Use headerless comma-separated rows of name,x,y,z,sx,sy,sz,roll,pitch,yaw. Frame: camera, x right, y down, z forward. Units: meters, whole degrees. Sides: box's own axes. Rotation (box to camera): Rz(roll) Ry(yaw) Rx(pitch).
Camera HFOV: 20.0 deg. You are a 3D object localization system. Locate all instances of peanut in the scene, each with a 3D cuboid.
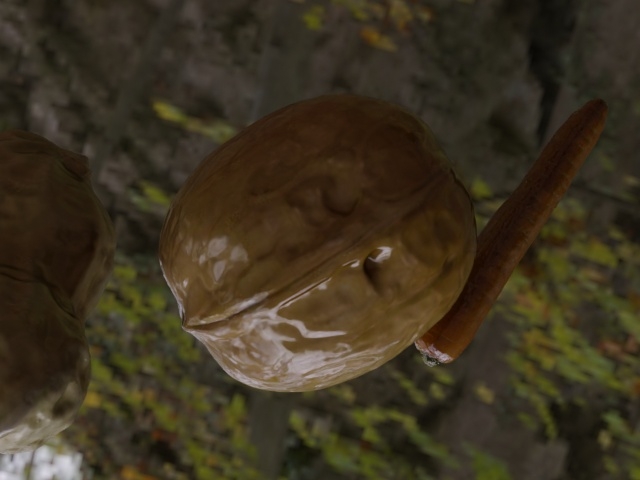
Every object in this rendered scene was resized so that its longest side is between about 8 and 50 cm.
peanut,-0.218,0.038,1.283,0.153,0.140,0.325,-22,-146,6

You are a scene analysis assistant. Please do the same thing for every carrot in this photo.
carrot,0.147,-0.009,1.377,0.043,0.248,0.043,34,170,7

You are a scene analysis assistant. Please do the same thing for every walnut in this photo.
walnut,0.000,0.000,1.258,0.225,0.193,0.193,-26,-142,-18
